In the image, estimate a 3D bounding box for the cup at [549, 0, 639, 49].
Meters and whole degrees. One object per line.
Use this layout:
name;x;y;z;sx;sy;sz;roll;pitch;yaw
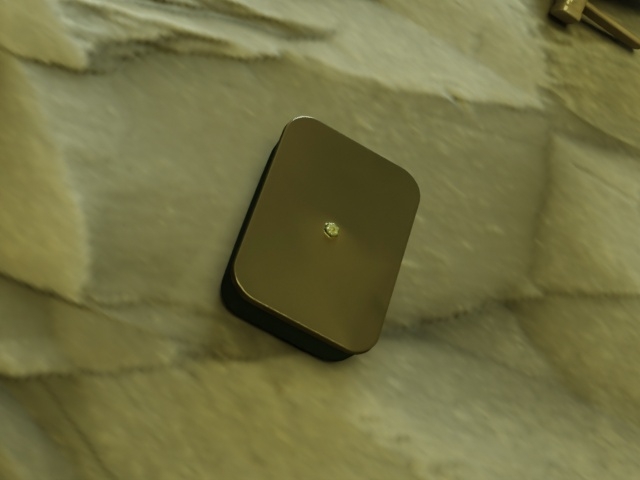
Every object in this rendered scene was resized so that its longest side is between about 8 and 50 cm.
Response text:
cup;0.203;-0.194;0.986;0.099;0.074;0.102;14;60;-23

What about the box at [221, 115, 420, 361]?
box;0.000;0.000;0.805;0.091;0.031;0.126;27;55;-15
